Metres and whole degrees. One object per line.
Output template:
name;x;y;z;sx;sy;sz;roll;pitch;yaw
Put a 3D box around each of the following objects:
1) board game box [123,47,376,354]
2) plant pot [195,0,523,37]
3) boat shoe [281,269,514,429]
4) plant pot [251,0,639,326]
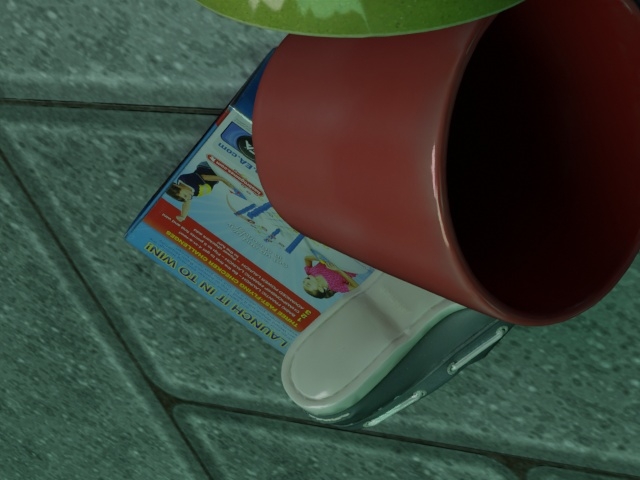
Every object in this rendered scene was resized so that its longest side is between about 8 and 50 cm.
board game box;0.000;0.000;1.660;0.308;0.086;0.302;36;147;-8
plant pot;0.026;-0.322;1.096;0.275;0.275;0.293;14;128;25
boat shoe;0.114;0.054;1.500;0.116;0.319;0.099;54;180;37
plant pot;0.096;-0.081;1.342;0.243;0.275;0.275;9;141;46
